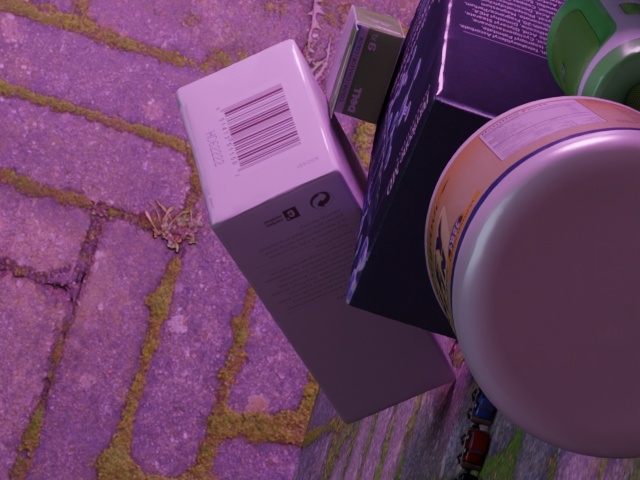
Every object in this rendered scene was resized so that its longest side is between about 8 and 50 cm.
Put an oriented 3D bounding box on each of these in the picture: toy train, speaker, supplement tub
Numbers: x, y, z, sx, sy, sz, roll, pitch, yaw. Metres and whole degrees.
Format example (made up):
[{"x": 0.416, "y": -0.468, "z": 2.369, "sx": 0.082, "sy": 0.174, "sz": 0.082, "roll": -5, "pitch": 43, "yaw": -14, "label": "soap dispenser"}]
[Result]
[{"x": 0.169, "y": 0.226, "z": 2.114, "sx": 0.036, "sy": 0.027, "sz": 0.158, "roll": 129, "pitch": 157, "yaw": -67, "label": "toy train"}, {"x": 0.275, "y": -0.150, "z": 1.719, "sx": 0.296, "sy": 0.131, "sz": 0.131, "roll": -89, "pitch": 18, "yaw": -72, "label": "speaker"}, {"x": 0.197, "y": 0.014, "z": 1.430, "sx": 0.316, "sy": 0.228, "sz": 0.228, "roll": -102, "pitch": 30, "yaw": -79, "label": "supplement tub"}]

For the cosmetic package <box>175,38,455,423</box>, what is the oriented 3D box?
[{"x": 0.000, "y": 0.000, "z": 2.327, "sx": 0.453, "sy": 0.161, "sz": 0.230, "roll": 58, "pitch": -170, "yaw": -48, "label": "cosmetic package"}]

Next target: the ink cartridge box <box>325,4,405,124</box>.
[{"x": 0.052, "y": -0.202, "z": 2.238, "sx": 0.209, "sy": 0.062, "sz": 0.109, "roll": -93, "pitch": 21, "yaw": -76, "label": "ink cartridge box"}]

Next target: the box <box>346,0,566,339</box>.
[{"x": 0.187, "y": -0.124, "z": 2.074, "sx": 0.395, "sy": 0.212, "sz": 0.293, "roll": -80, "pitch": 9, "yaw": -50, "label": "box"}]
